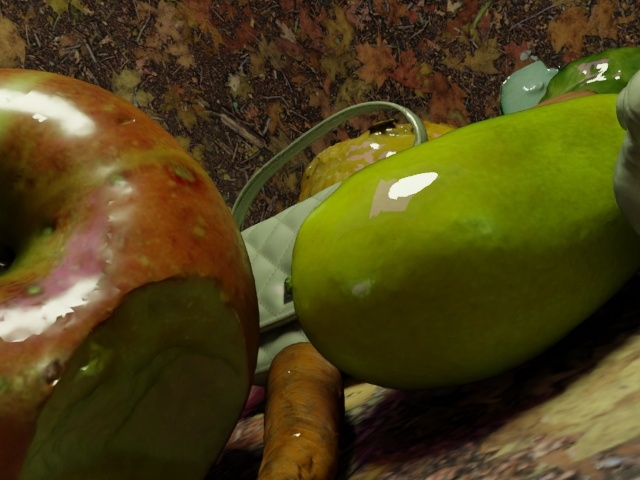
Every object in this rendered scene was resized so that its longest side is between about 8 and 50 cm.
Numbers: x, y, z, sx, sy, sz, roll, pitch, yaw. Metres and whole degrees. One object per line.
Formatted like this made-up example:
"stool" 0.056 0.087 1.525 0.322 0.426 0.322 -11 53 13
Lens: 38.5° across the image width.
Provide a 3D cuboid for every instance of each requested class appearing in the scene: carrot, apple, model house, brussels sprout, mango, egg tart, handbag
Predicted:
"carrot" -0.013 0.117 0.561 0.059 0.059 0.248 -27 8 6
"apple" -0.209 0.061 0.619 0.339 0.339 0.339 -27 5 2
"model house" 0.350 -0.198 1.489 0.119 0.148 0.148 -32 -8 2
"brussels sprout" 0.316 -0.142 1.018 0.183 0.131 0.145 -20 2 27
"mango" 0.106 0.001 0.580 0.273 0.149 0.185 -24 -5 -30
"egg tart" 0.101 -0.058 1.077 0.351 0.153 0.339 -16 -4 -40
"handbag" 0.000 0.000 0.780 0.256 0.219 0.079 -25 -28 37

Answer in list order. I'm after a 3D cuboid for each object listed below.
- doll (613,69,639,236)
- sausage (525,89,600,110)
"doll" 0.257 -0.062 0.500 0.275 0.155 0.113 -25 -38 -32
"sausage" 0.142 -0.027 0.847 0.304 0.121 0.121 -29 5 5
